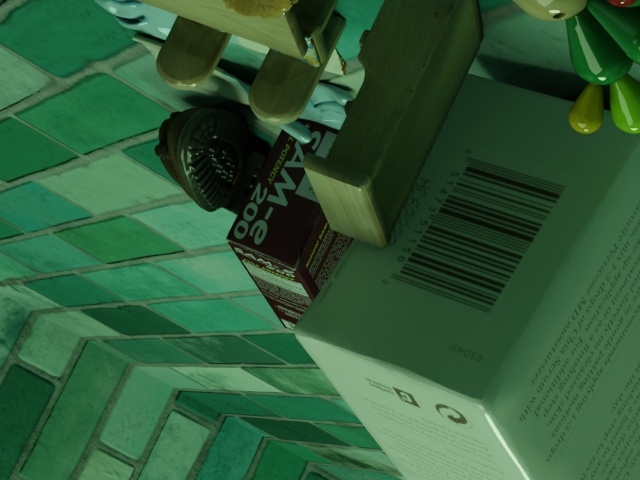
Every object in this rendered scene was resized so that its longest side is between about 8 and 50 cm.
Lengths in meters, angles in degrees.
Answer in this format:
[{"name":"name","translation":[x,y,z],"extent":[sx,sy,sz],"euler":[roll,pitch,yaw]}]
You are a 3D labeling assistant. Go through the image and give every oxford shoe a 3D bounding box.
[{"name":"oxford shoe","translation":[-0.111,-0.076,1.559],"extent":[0.096,0.083,0.227],"euler":[28,174,11]}]

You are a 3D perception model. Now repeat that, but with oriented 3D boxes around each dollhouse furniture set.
[{"name":"dollhouse furniture set","translation":[-0.040,-0.123,1.143],"extent":[0.242,0.161,0.212],"euler":[21,165,17]}]

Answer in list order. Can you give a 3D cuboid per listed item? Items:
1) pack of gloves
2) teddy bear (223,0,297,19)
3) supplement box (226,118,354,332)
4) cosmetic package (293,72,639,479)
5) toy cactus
[{"name":"pack of gloves","translation":[-0.076,-0.134,1.403],"extent":[0.232,0.046,0.195],"euler":[17,164,30]},{"name":"teddy bear","translation":[-0.022,-0.239,0.868],"extent":[0.245,0.113,0.338],"euler":[16,157,8]},{"name":"supplement box","translation":[0.000,0.000,1.572],"extent":[0.073,0.130,0.239],"euler":[21,164,19]},{"name":"cosmetic package","translation":[0.180,0.113,1.292],"extent":[0.161,0.230,0.453],"euler":[19,156,36]},{"name":"toy cactus","translation":[0.159,-0.118,0.985],"extent":[0.180,0.112,0.219],"euler":[33,176,12]}]
